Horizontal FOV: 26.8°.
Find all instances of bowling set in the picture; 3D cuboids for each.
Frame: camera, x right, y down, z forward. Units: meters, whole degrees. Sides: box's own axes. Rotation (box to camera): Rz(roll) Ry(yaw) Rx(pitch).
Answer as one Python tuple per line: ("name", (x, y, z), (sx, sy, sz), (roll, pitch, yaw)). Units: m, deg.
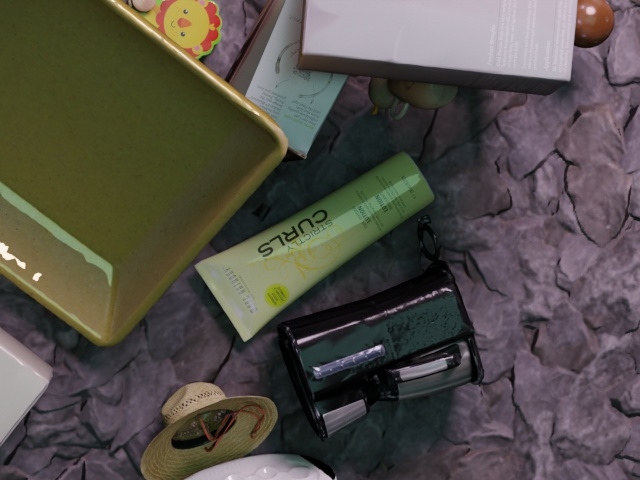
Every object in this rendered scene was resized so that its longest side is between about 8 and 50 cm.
("bowling set", (0.173, -0.227, 1.341), (0.200, 0.154, 0.287), (23, 86, -28))

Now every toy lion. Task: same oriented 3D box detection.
("toy lion", (-0.147, -0.203, 1.328), (0.096, 0.034, 0.100), (13, 89, -17))

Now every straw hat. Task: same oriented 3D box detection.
("straw hat", (-0.119, 0.174, 1.321), (0.145, 0.144, 0.061), (-25, 57, -8))

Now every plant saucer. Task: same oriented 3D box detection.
("plant saucer", (-0.233, -0.104, 1.223), (0.333, 0.081, 0.333), (37, 126, -9))

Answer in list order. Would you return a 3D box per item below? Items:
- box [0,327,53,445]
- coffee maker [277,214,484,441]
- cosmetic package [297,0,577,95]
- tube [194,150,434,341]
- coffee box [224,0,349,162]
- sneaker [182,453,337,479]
("box", (-0.386, 0.079, 1.254), (0.275, 0.113, 0.094), (39, 86, -7))
("coffee maker", (0.050, 0.091, 1.335), (0.178, 0.120, 0.171), (-17, 71, -10))
("cosmetic package", (0.101, -0.203, 1.181), (0.238, 0.107, 0.127), (7, 88, -1))
("tube", (0.000, 0.000, 1.344), (0.240, 0.062, 0.070), (-32, 56, -2))
("coffee box", (-0.008, -0.205, 1.293), (0.098, 0.141, 0.246), (29, 86, -8))
("sneaker", (-0.113, 0.371, 1.318), (0.323, 0.130, 0.236), (-25, 122, -29))
